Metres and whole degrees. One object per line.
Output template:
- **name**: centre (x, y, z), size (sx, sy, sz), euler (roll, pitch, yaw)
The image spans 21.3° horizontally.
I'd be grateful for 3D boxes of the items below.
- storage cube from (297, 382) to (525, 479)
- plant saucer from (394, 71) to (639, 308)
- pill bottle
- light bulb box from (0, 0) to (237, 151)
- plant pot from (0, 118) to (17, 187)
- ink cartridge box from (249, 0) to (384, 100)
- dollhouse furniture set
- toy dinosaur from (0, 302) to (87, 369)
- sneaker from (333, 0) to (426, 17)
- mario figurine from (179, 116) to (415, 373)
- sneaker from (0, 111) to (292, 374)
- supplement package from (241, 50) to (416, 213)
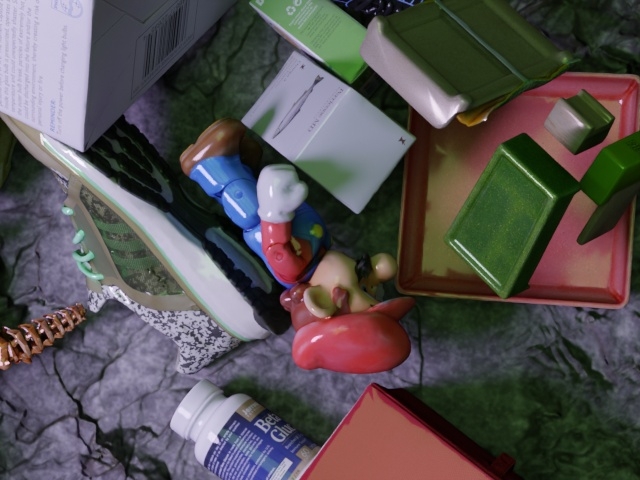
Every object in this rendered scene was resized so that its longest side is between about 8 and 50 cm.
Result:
- **storage cube**: centre (0.092, 0.281, 1.815), size (0.193, 0.183, 0.215), euler (36, 93, 14)
- **plant saucer**: centre (0.221, -0.059, 1.893), size (0.258, 0.048, 0.259), euler (4, 86, 12)
- **pill bottle**: centre (-0.081, 0.230, 1.899), size (0.169, 0.094, 0.094), euler (34, 91, 12)
- **light bulb box**: centre (-0.307, -0.340, 1.853), size (0.361, 0.225, 0.358), euler (27, 46, 13)
- **plant pot**: centre (-0.487, -0.142, 1.956), size (0.254, 0.276, 0.276), euler (14, 87, 0)
- **ink cartridge box**: centre (-0.016, -0.250, 1.929), size (0.209, 0.109, 0.062), euler (39, 92, 12)
- **dollhouse furniture set**: centre (0.183, -0.118, 1.817), size (0.301, 0.197, 0.151), euler (46, 138, 22)
- **toy dinosaur**: centre (-0.434, 0.096, 1.984), size (0.322, 0.164, 0.218), euler (-9, 97, -8)
- **sneaker**: centre (0.089, -0.272, 1.877), size (0.232, 0.081, 0.090), euler (-8, 85, -28)
- **mario figurine**: centre (0.000, 0.000, 1.840), size (0.320, 0.198, 0.170), euler (52, 126, 14)
- **sneaker**: centre (-0.228, 0.001, 1.896), size (0.410, 0.158, 0.182), euler (44, 110, -6)
- **supplement package**: centre (0.006, -0.121, 1.864), size (0.105, 0.179, 0.105), euler (37, 92, -28)
